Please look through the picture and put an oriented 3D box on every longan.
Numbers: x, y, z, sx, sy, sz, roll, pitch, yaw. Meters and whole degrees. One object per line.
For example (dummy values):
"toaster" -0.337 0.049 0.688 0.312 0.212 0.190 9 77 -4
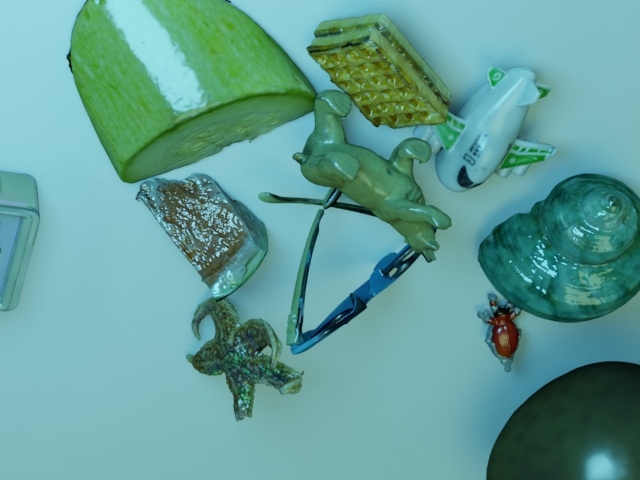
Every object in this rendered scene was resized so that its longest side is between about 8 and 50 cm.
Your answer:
"longan" 0.369 0.301 2.098 0.319 0.319 0.318 -8 129 -10

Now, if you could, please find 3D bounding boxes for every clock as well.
"clock" -0.408 -0.007 1.767 0.192 0.071 0.147 8 125 -21

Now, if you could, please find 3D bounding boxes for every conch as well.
"conch" 0.303 0.007 1.949 0.196 0.134 0.202 2 128 -19

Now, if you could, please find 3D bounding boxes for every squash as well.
"squash" -0.143 -0.183 1.742 0.237 0.155 0.204 -24 167 1

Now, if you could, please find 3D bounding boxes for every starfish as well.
"starfish" -0.094 0.135 1.922 0.053 0.150 0.210 -1 172 -37

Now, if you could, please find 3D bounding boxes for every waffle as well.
"waffle" 0.065 -0.178 1.759 0.102 0.042 0.148 -3 144 42

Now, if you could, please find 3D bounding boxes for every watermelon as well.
"watermelon" -0.125 -0.015 1.867 0.098 0.121 0.158 -42 84 -1

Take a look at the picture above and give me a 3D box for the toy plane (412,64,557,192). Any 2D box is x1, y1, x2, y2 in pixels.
"toy plane" 0.188 -0.123 1.848 0.174 0.080 0.174 -8 131 -9

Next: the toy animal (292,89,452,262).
"toy animal" 0.061 -0.061 1.804 0.219 0.103 0.101 28 141 -18

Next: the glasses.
"glasses" 0.026 0.008 1.853 0.239 0.102 0.206 -44 130 -27

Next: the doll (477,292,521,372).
"doll" 0.228 0.116 2.077 0.057 0.039 0.114 -28 124 -37
